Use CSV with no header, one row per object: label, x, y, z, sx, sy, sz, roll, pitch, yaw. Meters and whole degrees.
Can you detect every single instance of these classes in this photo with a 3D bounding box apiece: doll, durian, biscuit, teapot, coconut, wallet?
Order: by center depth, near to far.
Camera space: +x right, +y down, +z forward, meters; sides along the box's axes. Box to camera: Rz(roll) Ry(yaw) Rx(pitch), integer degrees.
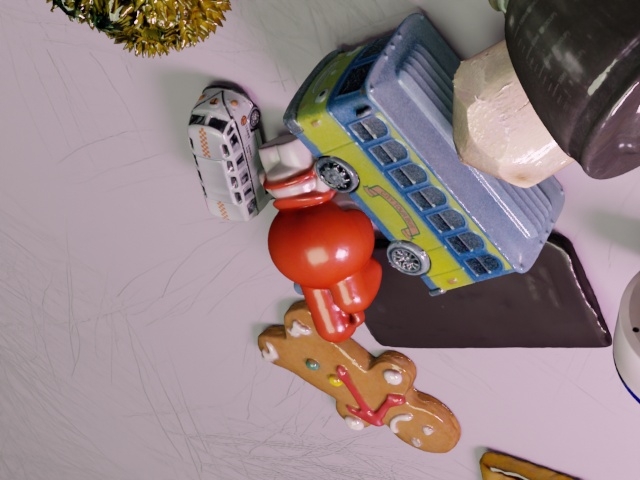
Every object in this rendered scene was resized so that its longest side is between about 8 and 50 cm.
teapot,0.288,-0.236,1.468,0.239,0.239,0.321,49,158,20
coconut,0.217,-0.141,1.675,0.162,0.161,0.161,-27,120,9
durian,-0.216,-0.340,1.762,0.291,0.225,0.291,24,179,0
doll,0.000,0.000,2.024,0.161,0.130,0.290,-8,108,45
wallet,0.201,0.071,2.042,0.377,0.051,0.197,-2,129,38
biscuit,0.064,0.224,2.328,0.339,0.047,0.216,37,145,-4
biscuit,0.325,0.403,2.340,0.174,0.039,0.183,17,141,19

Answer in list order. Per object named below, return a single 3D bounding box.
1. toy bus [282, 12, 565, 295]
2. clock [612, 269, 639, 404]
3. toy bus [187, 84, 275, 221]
toy bus,0.125,-0.097,1.821,0.190,0.152,0.312,-18,121,49
clock,0.452,0.111,1.740,0.230,0.230,0.083,17,137,22
toy bus,-0.124,-0.113,2.047,0.087,0.089,0.194,14,139,25
